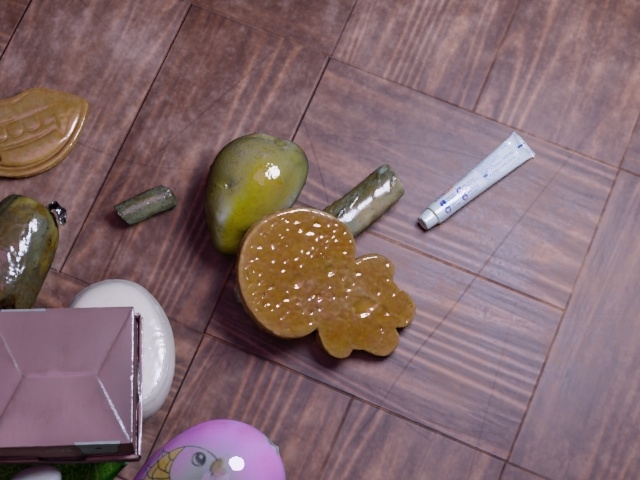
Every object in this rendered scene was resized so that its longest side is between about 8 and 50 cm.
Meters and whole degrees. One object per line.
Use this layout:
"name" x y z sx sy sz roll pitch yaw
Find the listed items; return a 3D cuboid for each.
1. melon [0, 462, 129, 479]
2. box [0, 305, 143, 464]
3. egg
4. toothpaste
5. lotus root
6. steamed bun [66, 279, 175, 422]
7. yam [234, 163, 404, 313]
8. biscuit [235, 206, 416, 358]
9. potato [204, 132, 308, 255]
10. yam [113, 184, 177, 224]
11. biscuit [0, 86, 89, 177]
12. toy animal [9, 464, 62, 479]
"melon" -0.434 0.332 1.842 0.324 0.196 0.124 -4 30 -3
"box" -0.354 0.197 1.759 0.215 0.086 0.215 0 67 -5
"egg" -0.172 0.376 1.803 0.196 0.196 0.271 38 92 10
"toothpaste" 0.244 -0.090 2.003 0.218 0.033 0.052 -38 81 -11
"lotus root" -0.478 0.042 1.931 0.123 0.124 0.241 24 74 -8
"steamed bun" -0.303 0.173 1.889 0.177 0.130 0.228 -8 66 -5
"yam" 0.000 0.000 1.964 0.317 0.067 0.071 -39 36 -9
"biscuit" 0.007 0.069 1.913 0.289 0.044 0.202 26 86 -17
"potato" -0.105 -0.069 1.952 0.157 0.157 0.194 19 101 6
"yam" -0.273 -0.055 1.997 0.094 0.043 0.043 -26 76 -4
"biscuit" -0.473 -0.171 2.039 0.221 0.029 0.142 -18 76 -4
"toy animal" -0.361 0.419 1.667 0.249 0.289 0.174 33 109 14
